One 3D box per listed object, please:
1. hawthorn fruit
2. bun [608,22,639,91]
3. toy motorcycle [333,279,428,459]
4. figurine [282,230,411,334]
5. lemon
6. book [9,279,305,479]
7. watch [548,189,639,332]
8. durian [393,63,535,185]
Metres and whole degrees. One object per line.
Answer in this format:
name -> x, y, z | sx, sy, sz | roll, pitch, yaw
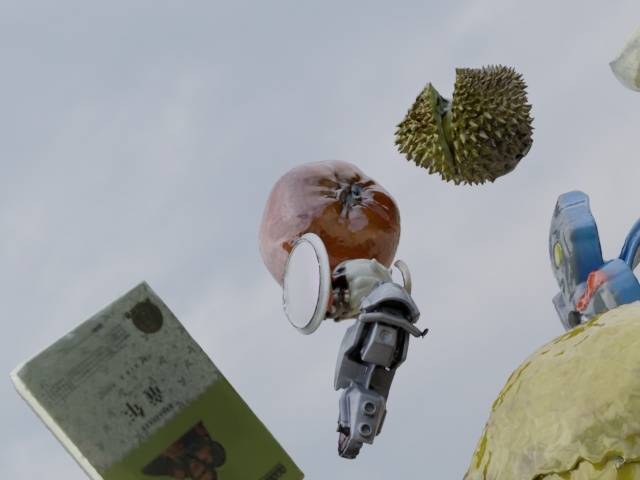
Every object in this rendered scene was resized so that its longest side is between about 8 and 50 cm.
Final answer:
hawthorn fruit -> 0.000, 0.000, 2.248 | 0.196, 0.196, 0.225 | -24, -21, -43
bun -> 0.585, -0.328, 2.549 | 0.287, 0.146, 0.287 | -48, -2, -2
toy motorcycle -> 0.064, 0.138, 1.826 | 0.122, 0.080, 0.215 | 126, 159, -64
figurine -> 0.043, 0.056, 2.054 | 0.154, 0.132, 0.132 | 3, -41, -25
lemon -> 0.311, 0.221, 1.472 | 0.350, 0.350, 0.387 | -56, -4, 37
book -> -0.206, 0.239, 2.106 | 0.239, 0.352, 0.035 | -38, -4, -36
watch -> 0.418, 0.051, 1.879 | 0.274, 0.305, 0.241 | -22, -18, -6
durian -> 0.219, -0.147, 2.216 | 0.237, 0.138, 0.193 | -21, -28, -50
